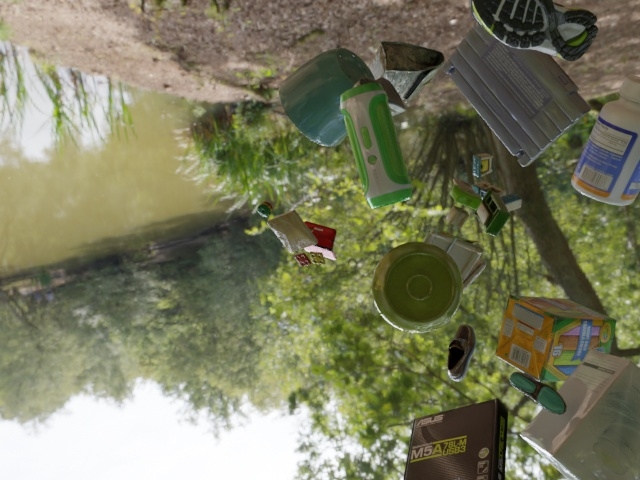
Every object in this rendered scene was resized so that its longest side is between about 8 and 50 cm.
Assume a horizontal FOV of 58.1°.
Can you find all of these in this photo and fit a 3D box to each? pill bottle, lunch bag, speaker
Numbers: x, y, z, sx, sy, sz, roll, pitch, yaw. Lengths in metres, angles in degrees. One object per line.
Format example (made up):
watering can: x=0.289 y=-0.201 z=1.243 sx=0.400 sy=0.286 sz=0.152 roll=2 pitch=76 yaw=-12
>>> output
pill bottle: x=0.706 y=-0.231 z=1.334 sx=0.153 sy=0.271 sz=0.152 roll=9 pitch=-150 yaw=-5
lunch bag: x=0.355 y=-0.697 z=2.416 sx=0.287 sy=0.168 sz=0.235 roll=-3 pitch=163 yaw=-17
speaker: x=0.140 y=-0.235 z=1.448 sx=0.131 sy=0.296 sz=0.131 roll=-16 pitch=179 yaw=0

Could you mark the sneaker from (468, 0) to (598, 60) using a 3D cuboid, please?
sneaker: x=0.365 y=-0.401 z=1.044 sx=0.300 sy=0.111 sz=0.121 roll=7 pitch=-156 yaw=-36

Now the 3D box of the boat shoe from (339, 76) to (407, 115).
boat shoe: x=0.170 y=-0.431 z=1.788 sx=0.103 sy=0.118 sz=0.320 roll=-32 pitch=174 yaw=31

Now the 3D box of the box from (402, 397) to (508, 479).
box: x=0.241 y=0.387 z=1.037 sx=0.191 sy=0.045 sz=0.184 roll=-27 pitch=-154 yaw=36

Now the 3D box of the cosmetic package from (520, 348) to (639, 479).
cosmetic package: x=0.543 y=0.365 z=1.062 sx=0.224 sy=0.224 sz=0.138 roll=-48 pitch=-177 yaw=-4

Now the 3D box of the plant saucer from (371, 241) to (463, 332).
plant saucer: x=0.255 y=0.120 z=1.496 sx=0.241 sy=0.240 sz=0.037 roll=-11 pitch=175 yaw=-2

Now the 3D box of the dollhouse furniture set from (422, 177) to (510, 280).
dollhouse furniture set: x=0.434 y=-0.031 z=1.860 sx=0.198 sy=0.301 sz=0.151 roll=21 pitch=-154 yaw=-12

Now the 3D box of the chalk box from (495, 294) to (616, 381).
chalk box: x=0.655 y=0.262 z=1.555 sx=0.289 sy=0.179 sz=0.180 roll=4 pitch=-169 yaw=-26

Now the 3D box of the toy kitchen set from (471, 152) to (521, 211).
toy kitchen set: x=0.640 y=-0.217 z=2.165 sx=0.122 sy=0.165 sz=0.207 roll=-18 pitch=-149 yaw=-20

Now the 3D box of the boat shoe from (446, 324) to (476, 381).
boat shoe: x=0.422 y=0.326 z=1.732 sx=0.066 sy=0.183 sz=0.066 roll=-8 pitch=139 yaw=35

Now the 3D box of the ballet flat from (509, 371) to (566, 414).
ballet flat: x=0.401 y=0.277 z=1.050 sx=0.041 sy=0.041 sz=0.114 roll=-11 pitch=-150 yaw=-36

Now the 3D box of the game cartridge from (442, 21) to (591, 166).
game cartridge: x=0.483 y=-0.389 z=1.445 sx=0.068 sy=0.355 sz=0.230 roll=-24 pitch=164 yaw=-37

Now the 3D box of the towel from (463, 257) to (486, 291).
towel: x=0.509 y=0.178 z=2.128 sx=0.282 sy=0.049 sz=0.187 roll=-47 pitch=168 yaw=5

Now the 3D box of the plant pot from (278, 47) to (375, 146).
plant pot: x=0.046 y=-0.505 z=1.955 sx=0.235 sy=0.292 sz=0.293 roll=-36 pitch=164 yaw=37

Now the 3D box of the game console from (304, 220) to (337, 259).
game console: x=0.000 y=0.000 z=2.209 sx=0.144 sy=0.124 sz=0.085 roll=16 pitch=-173 yaw=24

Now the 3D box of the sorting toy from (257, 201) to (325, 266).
sorting toy: x=-0.078 y=-0.030 z=1.865 sx=0.132 sy=0.274 sz=0.046 roll=-19 pitch=-156 yaw=44
